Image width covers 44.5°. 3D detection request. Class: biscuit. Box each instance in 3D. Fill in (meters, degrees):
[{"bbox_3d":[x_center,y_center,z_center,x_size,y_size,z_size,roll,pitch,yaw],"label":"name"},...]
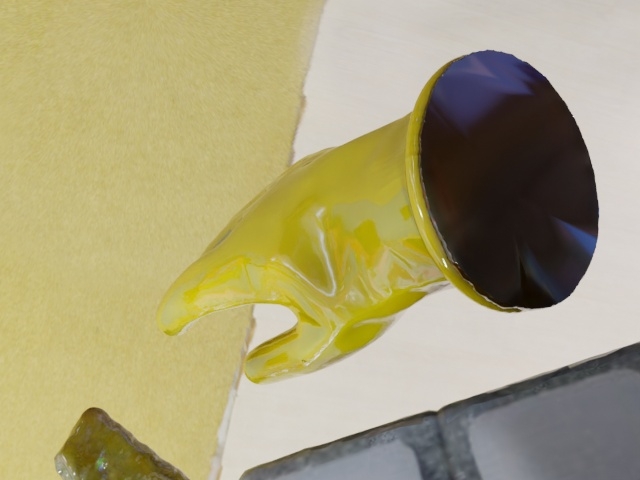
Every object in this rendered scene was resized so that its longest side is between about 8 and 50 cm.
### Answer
[{"bbox_3d":[-0.186,0.269,0.695,0.174,0.039,0.183,44,51,-22],"label":"biscuit"}]

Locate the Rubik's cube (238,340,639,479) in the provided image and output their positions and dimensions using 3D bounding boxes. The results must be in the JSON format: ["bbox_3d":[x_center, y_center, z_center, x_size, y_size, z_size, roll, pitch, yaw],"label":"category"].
[{"bbox_3d":[0.168,0.239,0.346,0.305,0.304,0.301,-21,143,8],"label":"Rubik's cube"}]

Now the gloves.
[{"bbox_3d":[0.001,-0.001,0.457,0.133,0.294,0.116,-43,106,-36],"label":"gloves"}]
